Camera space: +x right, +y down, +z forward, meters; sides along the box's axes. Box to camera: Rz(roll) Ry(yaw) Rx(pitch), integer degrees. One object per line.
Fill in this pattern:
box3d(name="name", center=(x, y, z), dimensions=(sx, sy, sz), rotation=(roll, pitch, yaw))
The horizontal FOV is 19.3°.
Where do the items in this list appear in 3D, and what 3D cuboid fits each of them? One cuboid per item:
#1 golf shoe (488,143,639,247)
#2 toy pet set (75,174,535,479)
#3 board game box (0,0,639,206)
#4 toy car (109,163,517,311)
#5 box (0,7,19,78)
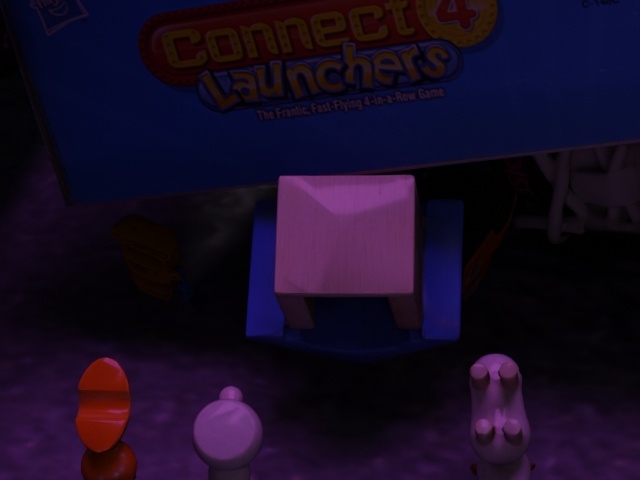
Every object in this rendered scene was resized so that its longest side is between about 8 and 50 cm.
box3d(name="golf shoe", center=(0.123, -0.022, 0.598), dimensions=(0.120, 0.105, 0.273), rotation=(-20, 23, -17))
box3d(name="toy pet set", center=(-0.001, 0.041, 0.528), dimensions=(0.122, 0.065, 0.114), rotation=(0, 72, 6))
box3d(name="board game box", center=(0.098, -0.129, 0.614), dimensions=(0.308, 0.086, 0.302), rotation=(-6, 26, 22))
box3d(name="toy car", center=(0.000, 0.000, 0.607), dimensions=(0.122, 0.040, 0.060), rotation=(8, 52, 13))
box3d(name="box", center=(-0.146, -0.166, 0.666), dimensions=(0.143, 0.191, 0.381), rotation=(9, 12, 0))
